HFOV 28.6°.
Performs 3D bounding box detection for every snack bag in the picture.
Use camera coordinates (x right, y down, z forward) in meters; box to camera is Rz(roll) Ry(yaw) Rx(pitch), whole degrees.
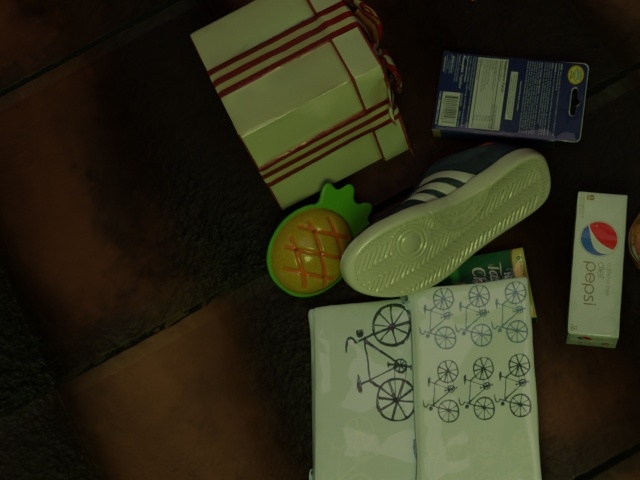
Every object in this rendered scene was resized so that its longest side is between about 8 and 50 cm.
[{"bbox_3d":[0.136,0.221,1.771,0.343,0.037,0.323,-6,74,18],"label":"snack bag"}]

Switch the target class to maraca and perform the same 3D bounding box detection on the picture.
[{"bbox_3d":[0.000,0.000,1.868,0.127,0.099,0.185,45,82,-21],"label":"maraca"}]

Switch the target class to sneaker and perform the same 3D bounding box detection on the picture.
[{"bbox_3d":[0.161,-0.038,1.829,0.350,0.131,0.148,-27,32,-19],"label":"sneaker"}]

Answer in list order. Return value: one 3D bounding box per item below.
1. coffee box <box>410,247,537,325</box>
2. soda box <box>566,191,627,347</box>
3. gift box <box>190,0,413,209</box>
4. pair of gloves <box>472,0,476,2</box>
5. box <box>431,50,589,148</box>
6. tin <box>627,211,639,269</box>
[{"bbox_3d":[0.218,0.080,1.841,0.184,0.040,0.113,-9,71,6],"label":"coffee box"},{"bbox_3d":[0.398,0.042,1.812,0.074,0.069,0.216,5,73,10],"label":"soda box"},{"bbox_3d":[-0.003,-0.212,1.869,0.258,0.255,0.276,-29,64,0],"label":"gift box"},{"bbox_3d":[0.257,-0.428,2.026,0.083,0.010,0.074,-34,71,-1],"label":"pair of gloves"},{"bbox_3d":[0.292,-0.215,1.933,0.225,0.036,0.136,7,73,12],"label":"box"},{"bbox_3d":[0.524,-0.029,1.834,0.106,0.040,0.189,31,79,21],"label":"tin"}]
